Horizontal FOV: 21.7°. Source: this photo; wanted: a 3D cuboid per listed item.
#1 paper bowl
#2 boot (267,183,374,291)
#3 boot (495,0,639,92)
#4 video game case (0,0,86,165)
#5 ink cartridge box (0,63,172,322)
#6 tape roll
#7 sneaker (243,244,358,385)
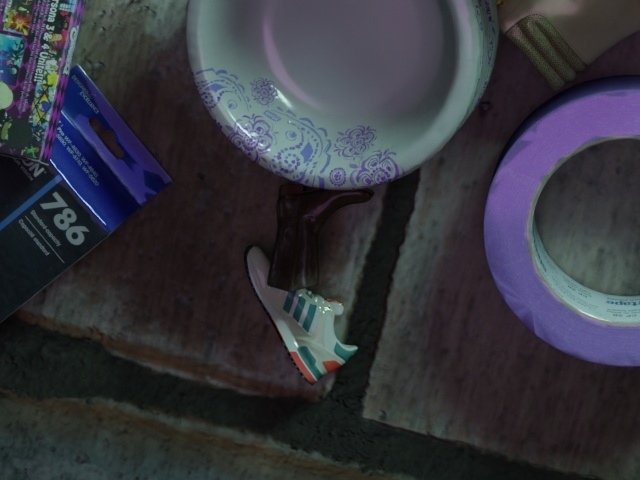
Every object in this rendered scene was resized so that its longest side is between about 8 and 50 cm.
[{"bbox_3d":[0.027,-0.201,1.583,0.284,0.148,0.284,7,111,17],"label":"paper bowl"},{"bbox_3d":[0.000,0.000,1.686,0.106,0.037,0.114,-2,70,22],"label":"boot"},{"bbox_3d":[0.224,-0.291,1.568,0.203,0.095,0.262,-33,100,18],"label":"boot"},{"bbox_3d":[-0.350,-0.208,1.678,0.210,0.042,0.232,11,87,7],"label":"video game case"},{"bbox_3d":[-0.332,-0.021,1.754,0.332,0.065,0.165,-38,95,16],"label":"ink cartridge box"},{"bbox_3d":[0.299,-0.019,1.630,0.275,0.090,0.275,2,105,9],"label":"tape roll"},{"bbox_3d":[-0.019,0.066,1.734,0.075,0.057,0.161,-28,98,-1],"label":"sneaker"}]
